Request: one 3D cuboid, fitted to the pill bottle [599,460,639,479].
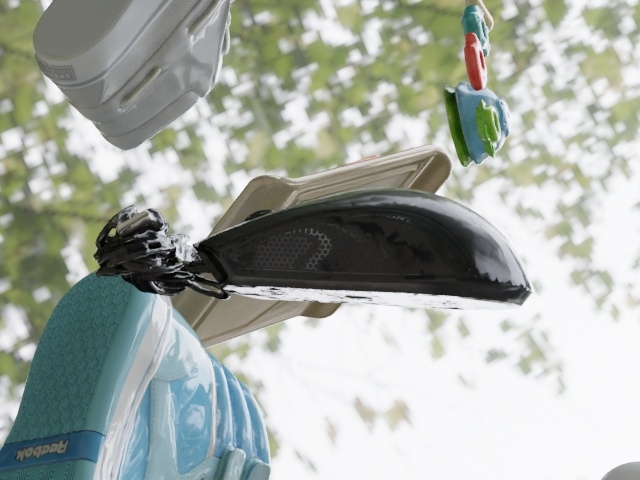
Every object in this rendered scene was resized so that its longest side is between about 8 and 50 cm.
[{"bbox_3d":[0.210,0.221,1.278,0.121,0.216,0.121,27,-24,13],"label":"pill bottle"}]

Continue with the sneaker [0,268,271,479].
[{"bbox_3d":[-0.132,0.198,1.404,0.127,0.319,0.208,-4,-36,41],"label":"sneaker"}]

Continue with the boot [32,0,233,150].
[{"bbox_3d":[-0.099,-0.189,1.474,0.095,0.258,0.123,31,-16,37],"label":"boot"}]

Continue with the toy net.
[{"bbox_3d":[0.104,-0.174,1.554,0.045,0.122,0.232,-11,-91,15],"label":"toy net"}]

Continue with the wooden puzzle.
[{"bbox_3d":[-0.025,0.005,1.649,0.044,0.239,0.221,53,-54,21],"label":"wooden puzzle"}]

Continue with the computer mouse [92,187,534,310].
[{"bbox_3d":[0.000,0.000,1.265,0.272,0.188,0.072,3,-97,4],"label":"computer mouse"}]
